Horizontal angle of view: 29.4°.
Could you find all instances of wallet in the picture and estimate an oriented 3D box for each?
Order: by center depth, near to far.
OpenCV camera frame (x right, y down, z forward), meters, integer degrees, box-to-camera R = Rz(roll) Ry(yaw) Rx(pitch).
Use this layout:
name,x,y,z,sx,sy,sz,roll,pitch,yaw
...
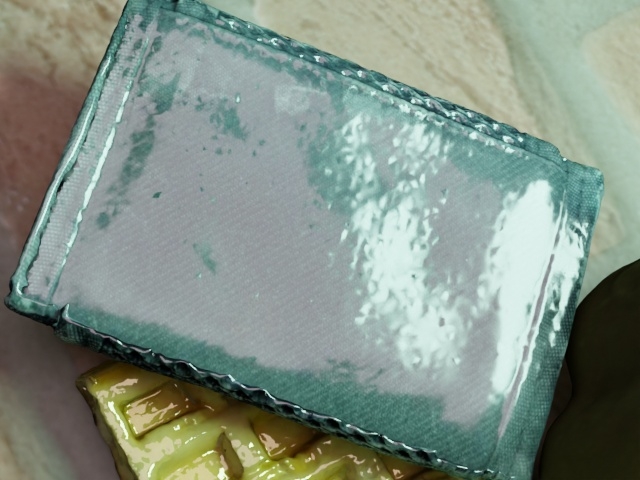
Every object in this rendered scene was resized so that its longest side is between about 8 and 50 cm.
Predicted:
name,x,y,z,sx,sy,sz,roll,pitch,yaw
wallet,0.000,0.000,0.781,0.342,0.075,0.237,21,70,-10

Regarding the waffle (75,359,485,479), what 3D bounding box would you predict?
name,x,y,z,sx,sy,sz,roll,pitch,yaw
waffle,-0.006,0.144,0.789,0.221,0.055,0.248,-26,78,-22

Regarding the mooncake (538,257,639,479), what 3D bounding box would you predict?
name,x,y,z,sx,sy,sz,roll,pitch,yaw
mooncake,0.319,0.153,0.773,0.378,0.200,0.379,11,66,-27
